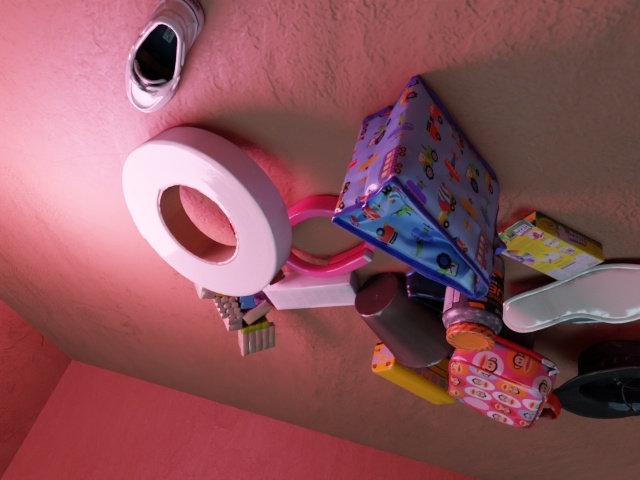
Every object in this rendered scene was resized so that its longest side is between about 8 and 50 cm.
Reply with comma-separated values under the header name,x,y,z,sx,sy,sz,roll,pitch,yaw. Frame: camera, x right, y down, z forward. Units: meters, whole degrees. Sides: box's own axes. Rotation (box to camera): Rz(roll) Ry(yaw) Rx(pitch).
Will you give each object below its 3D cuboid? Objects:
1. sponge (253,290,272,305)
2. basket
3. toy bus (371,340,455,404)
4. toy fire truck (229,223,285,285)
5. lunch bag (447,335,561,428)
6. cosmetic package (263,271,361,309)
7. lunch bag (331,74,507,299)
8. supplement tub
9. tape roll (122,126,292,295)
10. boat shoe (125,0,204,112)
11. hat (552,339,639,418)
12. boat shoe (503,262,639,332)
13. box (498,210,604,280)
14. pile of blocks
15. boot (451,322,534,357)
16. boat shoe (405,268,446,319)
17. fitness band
name,x,y,z,sx,sy,sz,roll,pitch,yaw
sponge,-0.175,0.143,1.336,0.117,0.031,0.210,33,144,-22
basket,0.201,0.197,1.140,0.204,0.154,0.227,-14,131,45
toy bus,0.322,0.405,1.391,0.332,0.130,0.108,32,144,-20
toy fire truck,-0.150,0.029,1.108,0.047,0.135,0.192,-31,161,-3
lunch bag,0.449,0.351,1.099,0.258,0.120,0.293,21,150,25
cosmetic package,-0.020,0.126,1.188,0.239,0.060,0.099,-6,140,20
lunch bag,0.191,-0.063,0.698,0.293,0.221,0.138,33,144,-21
supplement tub,0.318,0.124,0.935,0.117,0.190,0.117,12,146,8
tape roll,-0.244,-0.048,0.958,0.392,0.072,0.392,18,133,20
boat shoe,-0.270,-0.281,0.723,0.095,0.084,0.258,29,145,-17
hat,0.719,0.318,1.086,0.331,0.134,0.331,6,145,4
boat shoe,0.543,0.116,0.933,0.319,0.116,0.099,-23,170,37
box,0.423,0.010,0.858,0.179,0.043,0.105,23,147,-12
pile of blocks,-0.243,0.181,1.324,0.112,0.149,0.362,45,164,53
boot,0.453,0.269,1.202,0.208,0.076,0.190,-2,144,16
boat shoe,0.306,0.159,1.082,0.258,0.089,0.109,24,146,-9
fitness band,0.000,0.000,1.030,0.209,0.054,0.291,34,142,-23
